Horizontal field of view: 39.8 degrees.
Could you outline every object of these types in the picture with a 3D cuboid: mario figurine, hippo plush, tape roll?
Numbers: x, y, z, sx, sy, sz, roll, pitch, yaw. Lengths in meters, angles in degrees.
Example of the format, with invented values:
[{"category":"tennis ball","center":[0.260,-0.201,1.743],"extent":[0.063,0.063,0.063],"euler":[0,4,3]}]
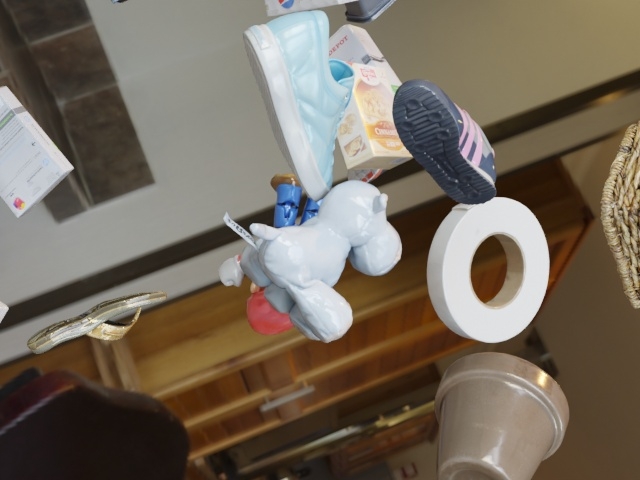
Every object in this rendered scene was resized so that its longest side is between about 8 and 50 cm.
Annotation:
[{"category":"mario figurine","center":[-0.079,0.033,1.790],"extent":[0.170,0.198,0.321],"euler":[32,72,-66]},{"category":"hippo plush","center":[0.000,0.000,1.493],"extent":[0.294,0.236,0.234],"euler":[56,-18,-25]},{"category":"tape roll","center":[0.451,0.076,2.360],"extent":[0.072,0.392,0.392],"euler":[6,-61,58]}]

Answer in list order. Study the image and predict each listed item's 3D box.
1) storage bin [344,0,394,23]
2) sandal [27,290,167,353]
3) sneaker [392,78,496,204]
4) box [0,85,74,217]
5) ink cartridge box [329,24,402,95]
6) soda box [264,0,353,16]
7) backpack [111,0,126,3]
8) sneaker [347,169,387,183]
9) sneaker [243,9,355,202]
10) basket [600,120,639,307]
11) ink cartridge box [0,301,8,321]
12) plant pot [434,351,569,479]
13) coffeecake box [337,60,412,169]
[{"category":"storage bin","center":[0.094,-0.513,1.767],"extent":[0.098,0.135,0.091],"euler":[25,-28,49]},{"category":"sandal","center":[-0.278,0.108,1.118],"extent":[0.072,0.180,0.049],"euler":[2,-65,68]},{"category":"sneaker","center":[0.216,-0.195,1.546],"extent":[0.319,0.112,0.131],"euler":[49,40,-46]},{"category":"box","center":[-0.546,-0.155,1.566],"extent":[0.186,0.145,0.038],"euler":[51,26,-4]},{"category":"ink cartridge box","center":[0.080,-0.337,1.940],"extent":[0.092,0.160,0.219],"euler":[-7,63,-59]},{"category":"soda box","center":[-0.021,-0.490,1.734],"extent":[0.216,0.069,0.074],"euler":[6,-67,47]},{"category":"backpack","center":[-0.299,-0.424,1.382],"extent":[0.084,0.105,0.114],"euler":[53,24,-19]},{"category":"sneaker","center":[0.123,-0.155,1.786],"extent":[0.064,0.158,0.061],"euler":[5,59,-48]},{"category":"sneaker","center":[-0.002,-0.203,1.395],"extent":[0.366,0.150,0.135],"euler":[73,-8,-55]},{"category":"basket","center":[0.591,-0.067,1.536],"extent":[0.299,0.223,0.214],"euler":[52,23,-43]},{"category":"ink cartridge box","center":[-0.638,0.117,1.451],"extent":[0.176,0.128,0.127],"euler":[30,0,13]},{"category":"plant pot","center":[0.324,0.382,1.677],"extent":[0.229,0.263,0.263],"euler":[-57,139,-49]},{"category":"coffeecake box","center":[0.086,-0.229,1.641],"extent":[0.142,0.068,0.186],"euler":[-7,76,-53]}]
